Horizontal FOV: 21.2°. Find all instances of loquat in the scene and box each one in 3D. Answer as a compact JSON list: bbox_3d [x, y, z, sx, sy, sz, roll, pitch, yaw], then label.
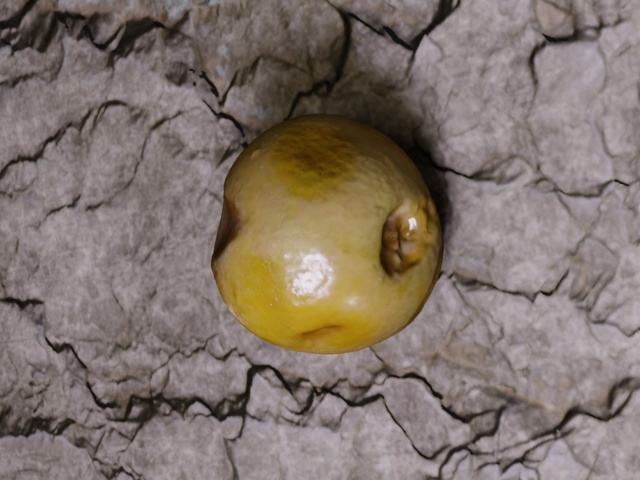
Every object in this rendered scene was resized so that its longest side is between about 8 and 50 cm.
[{"bbox_3d":[-0.002,-0.004,1.486,0.213,0.213,0.213,9,106,35],"label":"loquat"}]
